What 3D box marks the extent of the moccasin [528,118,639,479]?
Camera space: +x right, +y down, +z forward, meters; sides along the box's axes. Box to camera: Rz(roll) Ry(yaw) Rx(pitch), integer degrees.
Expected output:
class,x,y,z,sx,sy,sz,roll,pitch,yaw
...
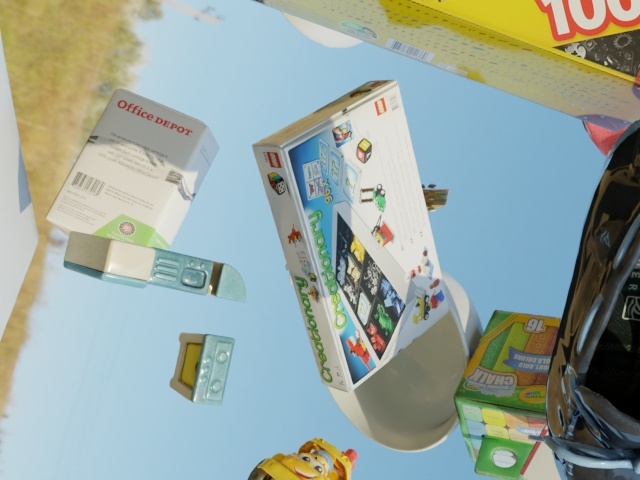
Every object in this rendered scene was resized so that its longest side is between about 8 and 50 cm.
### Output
class,x,y,z,sx,sy,sz,roll,pitch,yaw
moccasin,0.206,0.093,0.641,0.117,0.137,0.342,-65,150,-61

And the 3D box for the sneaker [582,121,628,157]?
class,x,y,z,sx,sy,sz,roll,pitch,yaw
sneaker,0.522,-0.110,1.471,0.116,0.314,0.136,-41,176,23

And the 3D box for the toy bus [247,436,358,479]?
class,x,y,z,sx,sy,sz,roll,pitch,yaw
toy bus,-0.012,0.420,1.664,0.211,0.149,0.220,-40,154,-33

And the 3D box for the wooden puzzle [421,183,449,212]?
class,x,y,z,sx,sy,sz,roll,pitch,yaw
wooden puzzle,0.163,-0.062,1.415,0.083,0.049,0.006,-67,153,-55

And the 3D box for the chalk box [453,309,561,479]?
class,x,y,z,sx,sy,sz,roll,pitch,yaw
chalk box,0.259,0.211,1.232,0.132,0.132,0.213,5,-138,29

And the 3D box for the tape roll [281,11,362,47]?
class,x,y,z,sx,sy,sz,roll,pitch,yaw
tape roll,0.036,-0.499,1.735,0.100,0.286,0.286,-17,-121,53

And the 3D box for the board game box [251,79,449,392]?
class,x,y,z,sx,sy,sz,roll,pitch,yaw
board game box,0.045,-0.006,1.096,0.053,0.193,0.305,10,-56,45

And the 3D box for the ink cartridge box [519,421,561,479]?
class,x,y,z,sx,sy,sz,roll,pitch,yaw
ink cartridge box,0.274,0.202,1.015,0.109,0.063,0.150,-65,160,11

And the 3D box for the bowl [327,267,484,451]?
class,x,y,z,sx,sy,sz,roll,pitch,yaw
bowl,0.135,0.145,1.394,0.298,0.134,0.298,13,-71,44

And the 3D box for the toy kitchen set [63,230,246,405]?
class,x,y,z,sx,sy,sz,roll,pitch,yaw
toy kitchen set,-0.182,0.094,1.077,0.122,0.207,0.166,8,-95,55

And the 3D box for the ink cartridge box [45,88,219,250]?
class,x,y,z,sx,sy,sz,roll,pitch,yaw
ink cartridge box,-0.332,-0.107,1.727,0.273,0.198,0.115,-64,167,-12

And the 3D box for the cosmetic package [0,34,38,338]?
class,x,y,z,sx,sy,sz,roll,pitch,yaw
cosmetic package,-0.560,-0.045,1.055,0.327,0.393,0.329,-95,-176,-59

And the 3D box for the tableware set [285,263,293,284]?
class,x,y,z,sx,sy,sz,roll,pitch,yaw
tableware set,0.000,0.000,1.296,0.024,0.104,0.154,52,-23,40

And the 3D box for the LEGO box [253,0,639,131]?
class,x,y,z,sx,sy,sz,roll,pitch,yaw
LEGO box,0.178,-0.383,1.022,0.193,0.500,0.373,137,-28,-85
